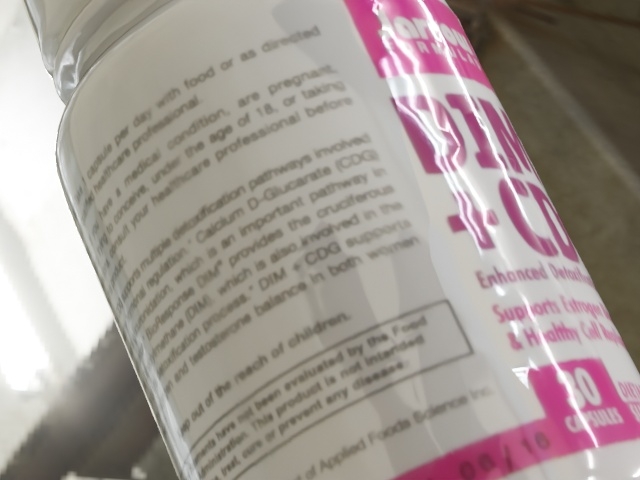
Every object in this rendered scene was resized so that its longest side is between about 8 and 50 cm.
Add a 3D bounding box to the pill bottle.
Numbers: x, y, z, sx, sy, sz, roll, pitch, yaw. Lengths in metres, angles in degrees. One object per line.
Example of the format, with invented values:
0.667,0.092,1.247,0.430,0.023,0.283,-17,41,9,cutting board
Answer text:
0.000,0.000,0.668,0.160,0.160,0.283,-39,-115,33,pill bottle
